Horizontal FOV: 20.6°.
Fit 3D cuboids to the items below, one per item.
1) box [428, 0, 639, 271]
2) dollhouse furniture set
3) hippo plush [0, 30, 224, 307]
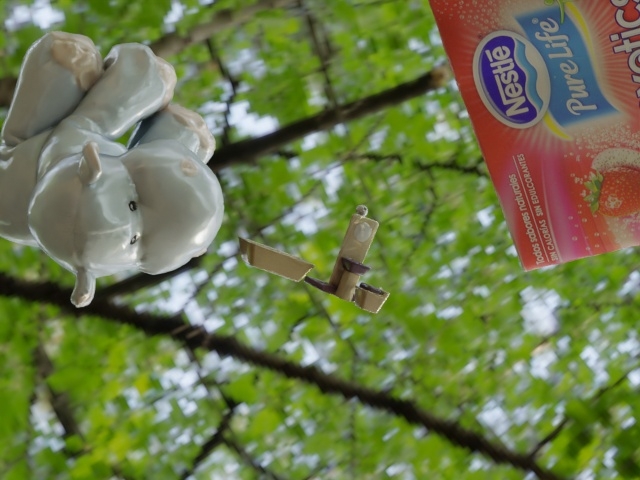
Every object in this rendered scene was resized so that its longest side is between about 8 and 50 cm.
[{"bbox_3d":[0.152,-0.149,1.108,0.142,0.154,0.300,-14,-52,13],"label":"box"},{"bbox_3d":[0.000,0.000,1.484,0.091,0.114,0.081,25,-86,63],"label":"dollhouse furniture set"},{"bbox_3d":[-0.213,-0.071,1.628,0.236,0.294,0.234,-156,-115,-66],"label":"hippo plush"}]
